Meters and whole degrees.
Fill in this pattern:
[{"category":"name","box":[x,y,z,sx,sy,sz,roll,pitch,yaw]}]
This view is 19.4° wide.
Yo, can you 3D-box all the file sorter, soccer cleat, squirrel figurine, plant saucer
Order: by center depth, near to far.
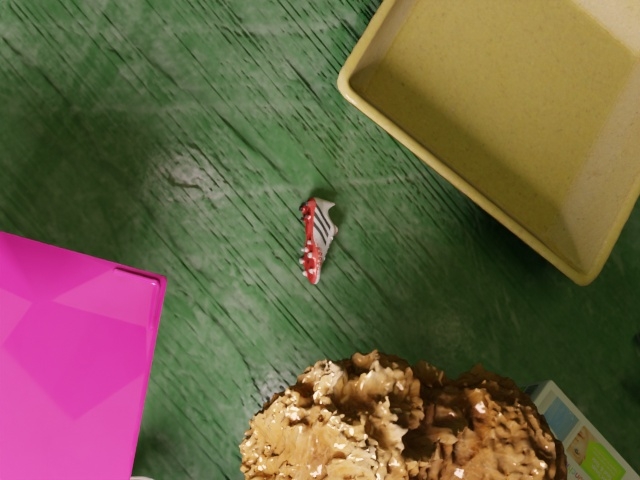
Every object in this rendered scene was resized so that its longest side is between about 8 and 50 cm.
[{"category":"file sorter","box":[-0.273,0.157,1.501,0.202,0.182,0.290,16,72,-23]},{"category":"squirrel figurine","box":[0.017,0.275,1.585,0.370,0.281,0.397,3,98,-10]},{"category":"soccer cleat","box":[0.000,0.000,1.763,0.036,0.029,0.083,3,74,-23]},{"category":"plant saucer","box":[0.195,-0.170,1.869,0.333,0.081,0.333,38,65,-17]}]

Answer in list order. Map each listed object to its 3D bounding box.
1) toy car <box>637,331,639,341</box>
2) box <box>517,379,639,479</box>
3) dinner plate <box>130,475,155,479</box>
[{"category":"toy car","box":[0.420,0.128,1.901,0.188,0.149,0.155,-2,38,-4]},{"category":"box","box":[0.227,0.246,1.791,0.203,0.103,0.114,46,63,-12]},{"category":"dinner plate","box":[-0.177,0.259,1.562,0.017,0.141,0.141,50,60,-37]}]
